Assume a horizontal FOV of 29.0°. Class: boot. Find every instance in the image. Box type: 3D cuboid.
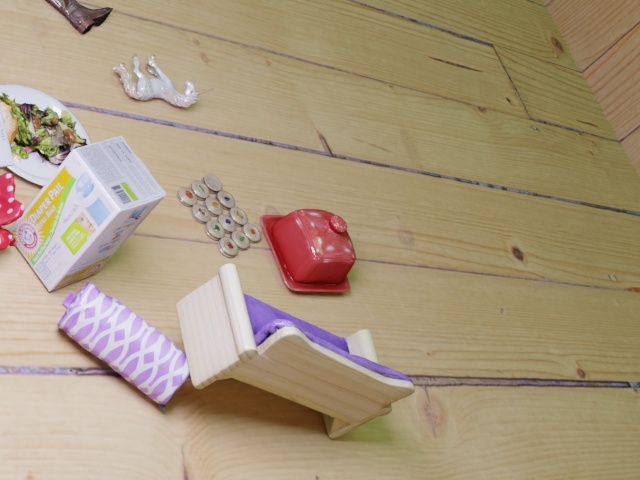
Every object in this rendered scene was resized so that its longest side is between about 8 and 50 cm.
[{"bbox_3d":[-0.430,-0.421,2.173,0.114,0.037,0.106,41,33,-1],"label":"boot"}]

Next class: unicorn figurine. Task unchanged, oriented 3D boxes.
[{"bbox_3d":[-0.285,-0.275,2.172,0.162,0.060,0.111,-21,73,-36],"label":"unicorn figurine"}]

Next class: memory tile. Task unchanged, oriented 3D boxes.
[{"bbox_3d":[-0.170,-0.044,2.099,0.148,0.012,0.113,51,35,5],"label":"memory tile"}]

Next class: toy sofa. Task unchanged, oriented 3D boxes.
[{"bbox_3d":[-0.028,0.160,1.844,0.362,0.177,0.150,29,36,-47],"label":"toy sofa"}]

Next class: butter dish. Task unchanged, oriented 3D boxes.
[{"bbox_3d":[0.000,0.000,2.145,0.160,0.118,0.160,4,54,-45],"label":"butter dish"}]

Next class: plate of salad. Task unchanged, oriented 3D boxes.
[{"bbox_3d":[-0.433,-0.168,1.911,0.199,0.048,0.200,28,39,-25],"label":"plate of salad"}]

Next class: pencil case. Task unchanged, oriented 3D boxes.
[{"bbox_3d":[-0.273,0.145,1.750,0.206,0.086,0.088,41,1,-13],"label":"pencil case"}]

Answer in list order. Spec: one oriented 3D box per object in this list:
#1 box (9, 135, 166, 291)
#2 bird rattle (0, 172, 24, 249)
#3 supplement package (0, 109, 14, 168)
[{"bbox_3d":[-0.333,-0.037,1.754,0.114,0.203,0.103,52,34,9],"label":"box"},{"bbox_3d":[-0.501,-0.013,1.630,0.206,0.143,0.254,14,41,-16],"label":"bird rattle"},{"bbox_3d":[-0.524,-0.132,1.685,0.179,0.105,0.105,-19,96,-61],"label":"supplement package"}]
